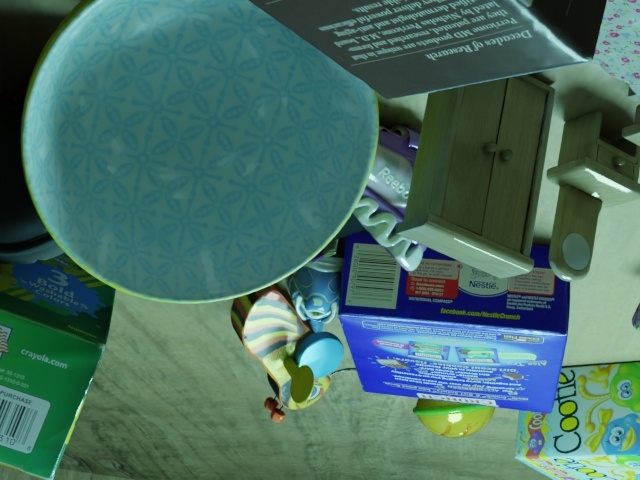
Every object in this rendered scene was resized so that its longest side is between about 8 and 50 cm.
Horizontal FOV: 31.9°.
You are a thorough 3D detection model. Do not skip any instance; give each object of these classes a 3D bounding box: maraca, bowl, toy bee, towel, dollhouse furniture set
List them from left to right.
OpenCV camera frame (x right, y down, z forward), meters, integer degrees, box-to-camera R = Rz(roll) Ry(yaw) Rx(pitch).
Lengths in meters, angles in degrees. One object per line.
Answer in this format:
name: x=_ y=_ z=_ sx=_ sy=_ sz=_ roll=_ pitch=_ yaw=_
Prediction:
bowl: x=-0.110 y=-0.109 z=0.948 sx=0.289 sy=0.289 sz=0.156 roll=22 pitch=-163 yaw=-25
toy bee: x=-0.036 y=0.182 z=1.583 sx=0.298 sy=0.162 sz=0.195 roll=42 pitch=-175 yaw=-17
towel: x=0.000 y=0.000 z=1.317 sx=0.009 sy=0.060 sz=0.083 roll=30 pitch=148 yaw=-25
maraca: x=0.229 y=0.260 z=1.787 sx=0.127 sy=0.099 sz=0.185 roll=-6 pitch=179 yaw=44
dollhouse furniture set: x=0.230 y=-0.088 z=0.835 sx=0.303 sy=0.174 sz=0.355 roll=22 pitch=160 yaw=-27

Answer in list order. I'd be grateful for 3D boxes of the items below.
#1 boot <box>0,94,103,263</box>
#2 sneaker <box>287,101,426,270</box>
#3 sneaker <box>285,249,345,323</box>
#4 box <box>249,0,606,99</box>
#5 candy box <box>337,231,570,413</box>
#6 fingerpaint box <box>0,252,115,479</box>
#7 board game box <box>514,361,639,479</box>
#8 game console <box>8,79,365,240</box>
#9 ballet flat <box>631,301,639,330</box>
boot: x=-0.410 y=-0.168 z=0.900 sx=0.367 sy=0.146 sz=0.445 roll=22 pitch=162 yaw=28
sneaker: x=0.050 y=-0.082 z=1.085 sx=0.236 sy=0.104 sz=0.095 roll=47 pitch=-177 yaw=-27
sneaker: x=-0.013 y=0.066 z=1.437 sx=0.080 sy=0.081 sz=0.211 roll=8 pitch=166 yaw=0
box: x=0.051 y=-0.209 z=0.647 sx=0.203 sy=0.168 sz=0.167 roll=29 pitch=159 yaw=-36
candy box: x=0.173 y=0.111 z=1.425 sx=0.268 sy=0.122 sz=0.317 roll=5 pitch=155 yaw=10
fingerpaint box: x=-0.439 y=0.024 z=1.152 sx=0.445 sy=0.163 sz=0.371 roll=22 pitch=-166 yaw=-12
board game box: x=0.445 y=0.271 z=1.650 sx=0.275 sy=0.144 sz=0.142 roll=-11 pitch=148 yaw=39
game console: x=-0.164 y=-0.070 z=1.227 sx=0.386 sy=0.060 sz=0.342 roll=24 pitch=153 yaw=-28
ballet flat: x=0.434 y=0.044 z=1.241 sx=0.221 sy=0.077 sz=0.079 roll=-19 pitch=125 yaw=41
